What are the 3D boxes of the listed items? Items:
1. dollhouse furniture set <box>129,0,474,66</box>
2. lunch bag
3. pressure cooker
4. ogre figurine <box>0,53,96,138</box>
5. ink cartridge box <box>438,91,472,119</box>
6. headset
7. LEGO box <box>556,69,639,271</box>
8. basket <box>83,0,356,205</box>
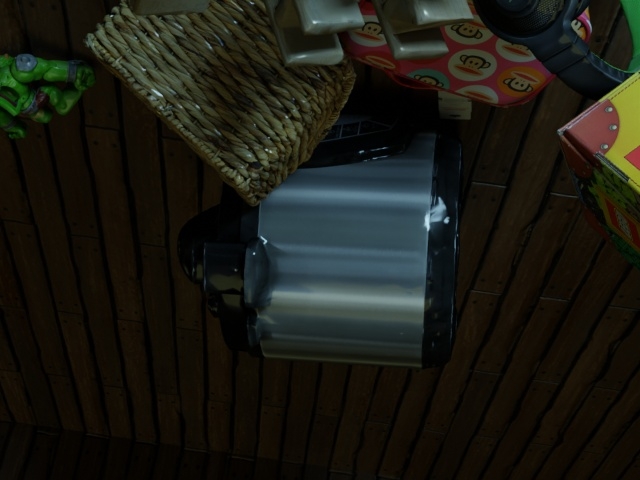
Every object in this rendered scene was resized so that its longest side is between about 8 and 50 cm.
[{"bbox_3d":[-0.001,-0.369,1.137,0.394,0.256,0.362,-8,158,-25],"label":"dollhouse furniture set"},{"bbox_3d":[0.173,-0.277,1.532,0.293,0.120,0.258,17,148,-15],"label":"lunch bag"},{"bbox_3d":[0.000,0.006,1.789,0.421,0.375,0.370,3,151,7],"label":"pressure cooker"},{"bbox_3d":[-0.437,-0.222,1.791,0.197,0.096,0.118,-5,159,41],"label":"ogre figurine"},{"bbox_3d":[0.194,-0.210,1.721,0.048,0.028,0.083,3,148,9],"label":"ink cartridge box"},{"bbox_3d":[0.236,-0.318,1.364,0.394,0.243,0.185,46,137,-17],"label":"headset"},{"bbox_3d":[0.570,-0.108,1.255,0.500,0.372,0.193,-36,140,-2],"label":"LEGO box"},{"bbox_3d":[-0.118,-0.222,1.577,0.299,0.223,0.213,42,177,8],"label":"basket"}]
